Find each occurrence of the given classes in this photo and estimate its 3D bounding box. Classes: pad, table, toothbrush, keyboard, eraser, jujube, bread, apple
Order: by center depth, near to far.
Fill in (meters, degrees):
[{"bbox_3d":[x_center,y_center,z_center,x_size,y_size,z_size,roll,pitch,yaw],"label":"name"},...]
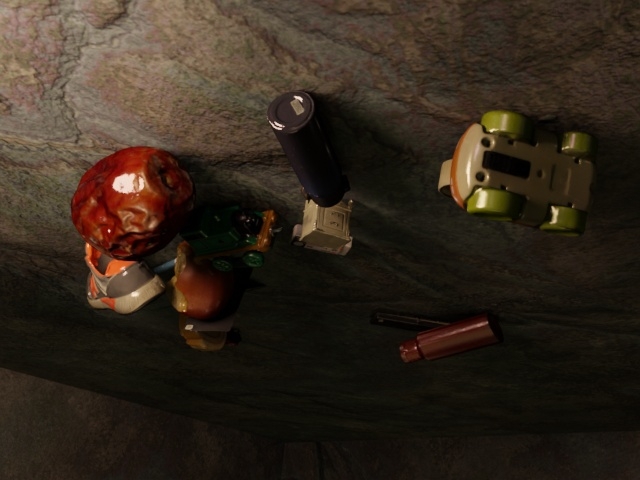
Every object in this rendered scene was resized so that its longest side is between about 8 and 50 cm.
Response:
[{"bbox_3d":[-0.320,-0.063,1.191,0.183,0.183,0.243,25,141,-36],"label":"jujube"},{"bbox_3d":[0.013,-0.037,1.261,0.079,0.083,0.062,16,155,-22],"label":"table"},{"bbox_3d":[0.000,0.000,1.411,0.122,0.029,0.052,11,155,-12],"label":"eraser"},{"bbox_3d":[-0.253,0.078,1.492,0.147,0.156,0.158,21,130,-9],"label":"apple"},{"bbox_3d":[-0.229,0.129,1.566,0.116,0.193,0.004,-1,133,18],"label":"pad"},{"bbox_3d":[-0.402,0.076,1.686,0.025,0.019,0.275,20,153,-39],"label":"toothbrush"},{"bbox_3d":[0.249,0.221,1.836,0.230,0.025,0.094,10,156,-9],"label":"keyboard"},{"bbox_3d":[-0.318,0.243,1.906,0.073,0.122,0.149,-13,150,30],"label":"bread"}]

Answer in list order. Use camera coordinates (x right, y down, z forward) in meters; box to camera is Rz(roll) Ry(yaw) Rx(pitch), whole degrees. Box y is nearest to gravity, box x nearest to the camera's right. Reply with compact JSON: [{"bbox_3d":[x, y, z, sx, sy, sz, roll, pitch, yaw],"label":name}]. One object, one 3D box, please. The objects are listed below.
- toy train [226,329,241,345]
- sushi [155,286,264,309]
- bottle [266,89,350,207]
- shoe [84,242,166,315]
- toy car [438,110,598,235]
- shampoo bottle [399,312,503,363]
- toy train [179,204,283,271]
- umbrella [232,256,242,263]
[{"bbox_3d":[-0.301,0.281,2.074,0.087,0.050,0.138,-8,153,39],"label":"toy train"},{"bbox_3d":[-0.266,0.166,1.709,0.215,0.051,0.192,-12,179,37],"label":"sushi"},{"bbox_3d":[-0.016,-0.130,1.077,0.082,0.072,0.244,-21,151,6],"label":"bottle"},{"bbox_3d":[-0.470,0.056,1.537,0.336,0.132,0.171,6,126,56],"label":"shoe"},{"bbox_3d":[0.283,-0.090,1.056,0.235,0.145,0.235,11,175,1],"label":"toy car"},{"bbox_3d":[0.331,0.258,1.794,0.260,0.064,0.102,-20,133,27],"label":"shampoo bottle"},{"bbox_3d":[-0.180,-0.014,1.357,0.227,0.091,0.136,-12,140,34],"label":"toy train"},{"bbox_3d":[-0.204,0.049,1.586,0.013,0.022,0.122,45,131,-16],"label":"umbrella"}]
